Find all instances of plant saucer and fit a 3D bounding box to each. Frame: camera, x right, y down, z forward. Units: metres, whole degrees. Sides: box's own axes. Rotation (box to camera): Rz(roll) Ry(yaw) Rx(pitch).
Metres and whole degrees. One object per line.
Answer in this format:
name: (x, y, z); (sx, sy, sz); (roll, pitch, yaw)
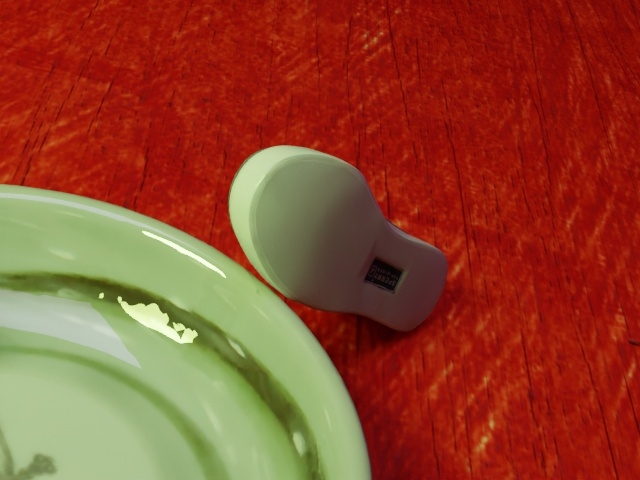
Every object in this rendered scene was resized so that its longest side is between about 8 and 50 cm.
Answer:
plant saucer: (-0.175, 0.127, 0.540); (0.400, 0.101, 0.400); (11, 37, -8)

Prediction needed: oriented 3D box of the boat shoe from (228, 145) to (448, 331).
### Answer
boat shoe: (0.000, 0.000, 0.711); (0.084, 0.095, 0.258); (28, -7, 33)
